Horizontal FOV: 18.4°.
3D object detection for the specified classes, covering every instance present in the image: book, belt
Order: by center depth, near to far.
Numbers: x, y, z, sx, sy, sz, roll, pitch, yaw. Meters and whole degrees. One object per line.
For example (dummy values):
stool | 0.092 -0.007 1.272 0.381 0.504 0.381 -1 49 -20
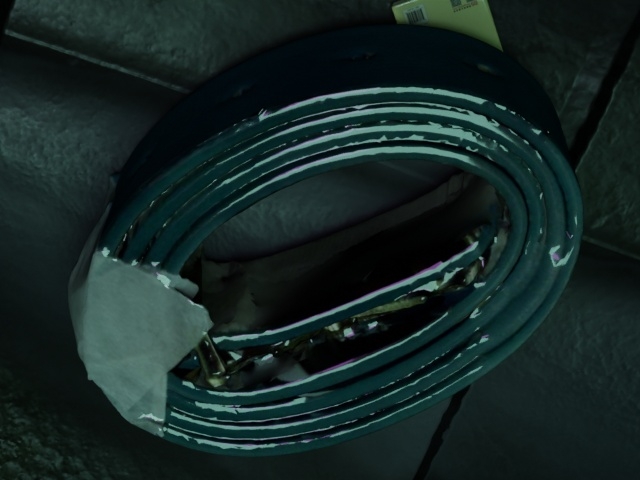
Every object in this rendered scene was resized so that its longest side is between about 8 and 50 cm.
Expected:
belt | 0.001 -0.001 1.635 0.436 0.173 0.300 -26 111 9
book | 0.112 -0.160 1.655 0.077 0.014 0.111 -18 114 6
